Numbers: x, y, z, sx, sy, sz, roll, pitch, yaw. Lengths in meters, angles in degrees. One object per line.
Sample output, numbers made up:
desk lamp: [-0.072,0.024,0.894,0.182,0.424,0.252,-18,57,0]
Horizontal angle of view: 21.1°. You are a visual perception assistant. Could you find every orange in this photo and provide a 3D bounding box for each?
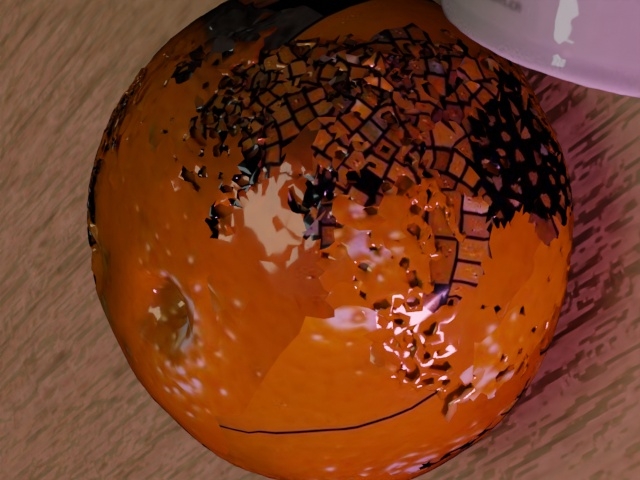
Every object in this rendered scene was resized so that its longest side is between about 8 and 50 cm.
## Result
orange: [0.000,0.000,0.762,0.234,0.182,0.234,20,121,37]

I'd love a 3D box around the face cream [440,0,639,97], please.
face cream: [0.143,-0.237,0.548,0.145,0.145,0.369,36,124,42]
